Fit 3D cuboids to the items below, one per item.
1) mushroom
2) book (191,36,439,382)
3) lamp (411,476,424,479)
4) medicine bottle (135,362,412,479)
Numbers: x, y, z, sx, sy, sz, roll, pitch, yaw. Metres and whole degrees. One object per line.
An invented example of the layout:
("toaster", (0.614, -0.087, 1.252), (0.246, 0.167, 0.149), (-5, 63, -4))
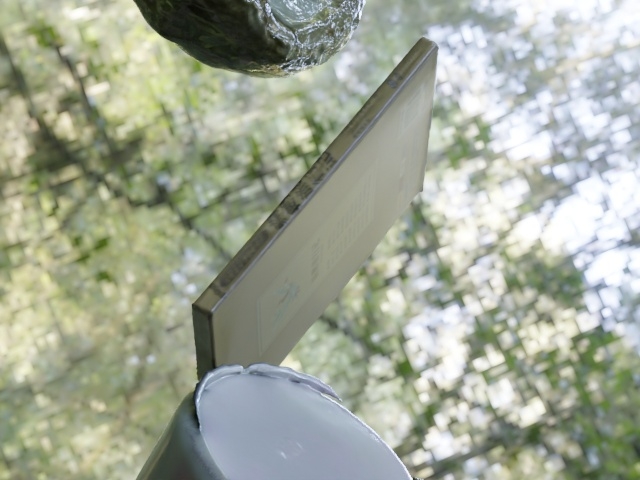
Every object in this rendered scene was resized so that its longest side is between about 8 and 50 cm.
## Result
("mushroom", (-0.090, -0.244, 1.486), (0.190, 0.164, 0.267), (6, -25, 28))
("book", (0.000, 0.000, 1.399), (0.021, 0.310, 0.217), (31, -27, 17))
("lamp", (0.052, 0.336, 1.581), (0.101, 0.101, 0.250), (12, -101, 67))
("medicine bottle", (-0.092, 0.303, 1.343), (0.213, 0.214, 0.378), (52, -60, 39))
